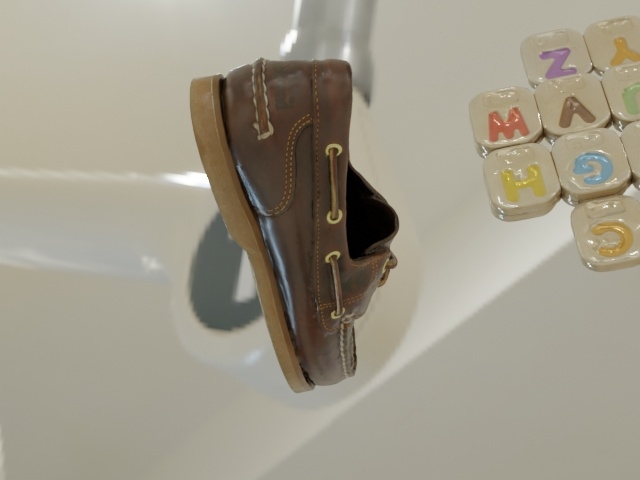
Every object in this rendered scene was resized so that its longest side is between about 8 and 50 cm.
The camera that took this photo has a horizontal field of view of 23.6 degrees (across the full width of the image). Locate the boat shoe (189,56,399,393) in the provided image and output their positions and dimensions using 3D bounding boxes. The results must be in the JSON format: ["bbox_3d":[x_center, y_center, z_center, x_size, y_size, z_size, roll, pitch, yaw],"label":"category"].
[{"bbox_3d":[0.000,0.000,0.687,0.073,0.073,0.207,-12,-36,3],"label":"boat shoe"}]

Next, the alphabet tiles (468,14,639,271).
[{"bbox_3d":[0.268,-0.095,1.243,0.284,0.278,0.021,-11,-43,4],"label":"alphabet tiles"}]
